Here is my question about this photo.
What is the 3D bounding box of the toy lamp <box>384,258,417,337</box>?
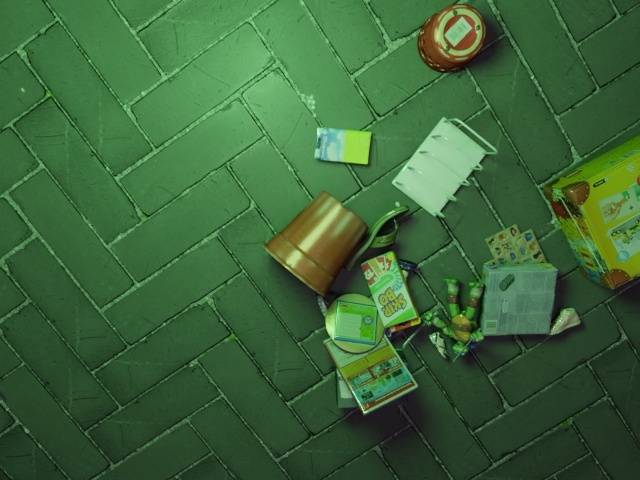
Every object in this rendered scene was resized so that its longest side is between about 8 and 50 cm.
[{"bbox_3d":[0.270,0.205,1.845,0.080,0.080,0.274,15,98,-5],"label":"toy lamp"}]

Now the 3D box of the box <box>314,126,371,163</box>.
[{"bbox_3d":[0.073,-0.314,1.754,0.179,0.042,0.108,5,100,-3],"label":"box"}]

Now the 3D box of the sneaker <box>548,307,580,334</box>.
[{"bbox_3d":[0.858,0.285,1.894,0.135,0.051,0.070,-23,99,-1],"label":"sneaker"}]

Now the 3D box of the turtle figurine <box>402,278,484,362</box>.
[{"bbox_3d":[0.457,0.268,1.792,0.275,0.198,0.266,6,91,-21],"label":"turtle figurine"}]

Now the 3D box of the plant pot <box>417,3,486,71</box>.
[{"bbox_3d":[0.412,-0.627,1.643,0.191,0.174,0.190,-1,103,-3],"label":"plant pot"}]

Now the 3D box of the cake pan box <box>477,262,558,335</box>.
[{"bbox_3d":[0.683,0.212,1.847,0.246,0.070,0.266,-2,110,0],"label":"cake pan box"}]

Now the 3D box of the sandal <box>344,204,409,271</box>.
[{"bbox_3d":[0.200,0.001,1.777,0.086,0.120,0.302,44,106,16],"label":"sandal"}]

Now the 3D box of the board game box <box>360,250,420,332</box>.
[{"bbox_3d":[0.238,0.177,1.799,0.124,0.039,0.259,-24,84,25],"label":"board game box"}]

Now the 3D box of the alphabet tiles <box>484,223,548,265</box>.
[{"bbox_3d":[0.682,0.072,1.860,0.198,0.009,0.237,-27,98,7],"label":"alphabet tiles"}]

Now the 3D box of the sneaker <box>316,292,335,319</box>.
[{"bbox_3d":[0.048,0.256,1.854,0.076,0.065,0.166,-24,103,-3],"label":"sneaker"}]

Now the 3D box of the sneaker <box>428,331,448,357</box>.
[{"bbox_3d":[0.434,0.376,1.901,0.044,0.040,0.109,-35,100,2],"label":"sneaker"}]

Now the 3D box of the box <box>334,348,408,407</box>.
[{"bbox_3d":[0.176,0.481,1.859,0.248,0.142,0.163,-2,101,-2],"label":"box"}]

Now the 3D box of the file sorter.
[{"bbox_3d":[0.402,-0.233,1.717,0.193,0.173,0.277,37,98,-8],"label":"file sorter"}]

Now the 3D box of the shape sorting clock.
[{"bbox_3d":[0.118,0.282,1.810,0.207,0.040,0.206,4,70,-10],"label":"shape sorting clock"}]

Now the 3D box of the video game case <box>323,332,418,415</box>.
[{"bbox_3d":[0.163,0.414,1.770,0.204,0.285,0.025,-22,145,-16],"label":"video game case"}]

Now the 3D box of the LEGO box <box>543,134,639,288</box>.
[{"bbox_3d":[1.072,-0.131,1.749,0.501,0.193,0.372,-28,100,3],"label":"LEGO box"}]

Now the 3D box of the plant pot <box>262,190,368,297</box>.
[{"bbox_3d":[0.000,0.000,1.714,0.272,0.272,0.265,40,89,-9],"label":"plant pot"}]
